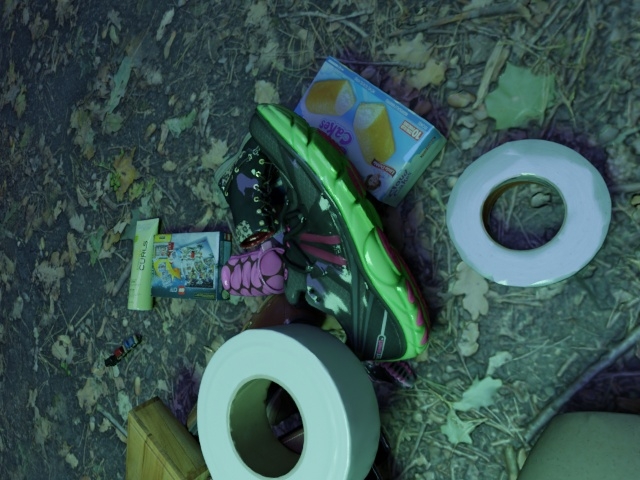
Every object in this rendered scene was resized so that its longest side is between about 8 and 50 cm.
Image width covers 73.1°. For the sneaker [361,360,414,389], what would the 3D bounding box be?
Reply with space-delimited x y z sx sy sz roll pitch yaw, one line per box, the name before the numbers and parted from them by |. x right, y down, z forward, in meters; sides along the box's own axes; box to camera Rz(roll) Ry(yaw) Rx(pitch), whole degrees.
sneaker | 0.113 0.237 0.779 0.119 0.047 0.057 27 115 34

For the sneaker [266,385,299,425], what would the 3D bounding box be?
sneaker | -0.043 0.309 0.852 0.071 0.066 0.188 39 107 26

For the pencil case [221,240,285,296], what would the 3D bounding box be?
pencil case | -0.131 0.061 0.870 0.209 0.095 0.098 -17 108 54

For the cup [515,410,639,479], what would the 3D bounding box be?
cup | 0.362 0.334 0.485 0.331 0.331 0.236 -4 58 31

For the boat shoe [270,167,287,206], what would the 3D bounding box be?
boat shoe | -0.067 -0.133 0.907 0.183 0.066 0.066 -27 53 33

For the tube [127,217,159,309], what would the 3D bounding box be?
tube | -0.467 0.062 1.139 0.070 0.062 0.240 4 81 -8

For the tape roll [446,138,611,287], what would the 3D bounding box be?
tape roll | 0.310 -0.038 0.657 0.219 0.072 0.219 -3 85 31

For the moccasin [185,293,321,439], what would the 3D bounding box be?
moccasin | -0.155 0.253 0.885 0.380 0.139 0.147 -58 40 15

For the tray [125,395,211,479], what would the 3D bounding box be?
tray | -0.343 0.556 0.937 0.203 0.076 0.410 33 124 29

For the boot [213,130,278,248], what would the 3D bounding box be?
boot | -0.107 -0.106 0.831 0.236 0.085 0.178 -33 67 37

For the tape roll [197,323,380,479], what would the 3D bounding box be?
tape roll | -0.057 0.274 0.664 0.286 0.100 0.286 -3 85 31

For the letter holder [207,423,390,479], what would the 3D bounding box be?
letter holder | -0.019 0.453 0.779 0.302 0.152 0.214 -37 70 24

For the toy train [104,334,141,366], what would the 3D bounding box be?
toy train | -0.540 0.301 1.176 0.158 0.036 0.027 -39 68 23

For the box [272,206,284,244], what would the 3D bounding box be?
box | -0.010 -0.028 0.852 0.137 0.072 0.126 38 106 29

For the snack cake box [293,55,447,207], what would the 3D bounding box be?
snack cake box | 0.079 -0.202 0.802 0.264 0.089 0.152 44 108 26

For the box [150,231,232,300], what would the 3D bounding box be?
box | -0.318 0.062 1.052 0.233 0.044 0.159 -1 86 32

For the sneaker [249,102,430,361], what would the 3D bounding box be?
sneaker | 0.000 0.000 0.702 0.202 0.185 0.482 -27 92 15
